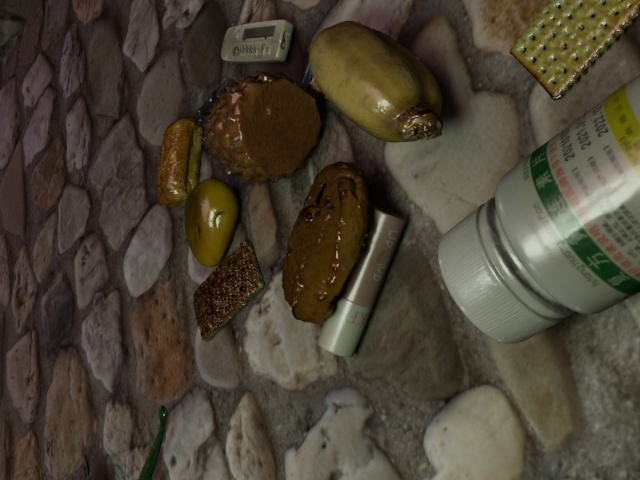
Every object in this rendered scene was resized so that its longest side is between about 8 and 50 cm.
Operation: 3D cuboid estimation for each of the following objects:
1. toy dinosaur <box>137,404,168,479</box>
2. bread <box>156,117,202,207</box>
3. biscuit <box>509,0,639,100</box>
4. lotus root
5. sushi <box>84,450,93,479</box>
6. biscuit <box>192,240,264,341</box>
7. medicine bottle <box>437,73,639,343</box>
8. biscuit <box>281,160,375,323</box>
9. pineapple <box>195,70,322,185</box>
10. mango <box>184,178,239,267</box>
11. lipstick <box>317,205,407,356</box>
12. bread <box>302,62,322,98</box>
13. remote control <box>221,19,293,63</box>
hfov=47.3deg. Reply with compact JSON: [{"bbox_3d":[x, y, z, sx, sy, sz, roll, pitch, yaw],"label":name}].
[{"bbox_3d":[-0.384,0.617,1.607,0.301,0.087,0.446,-31,61,39],"label":"toy dinosaur"},{"bbox_3d":[-0.344,-0.187,1.772,0.114,0.083,0.210,-11,70,51],"label":"bread"},{"bbox_3d":[0.370,-0.314,1.047,0.203,0.016,0.144,-52,47,27],"label":"biscuit"},{"bbox_3d":[0.099,-0.252,1.221,0.342,0.169,0.151,55,126,40],"label":"lotus root"},{"bbox_3d":[-0.554,0.697,1.703,0.294,0.059,0.292,37,125,57],"label":"sushi"},{"bbox_3d":[-0.207,0.111,1.581,0.231,0.025,0.131,-45,50,31],"label":"biscuit"},{"bbox_3d":[0.322,-0.025,0.882,0.340,0.208,0.208,-40,53,35],"label":"medicine bottle"},{"bbox_3d":[-0.001,-0.001,1.281,0.296,0.075,0.295,-162,90,-71],"label":"biscuit"},{"bbox_3d":[-0.161,-0.228,1.502,0.357,0.223,0.222,13,90,60],"label":"pineapple"},{"bbox_3d":[-0.242,-0.039,1.607,0.137,0.098,0.195,-3,83,44],"label":"mango"},{"bbox_3d":[0.069,0.070,1.245,0.070,0.070,0.254,30,103,48],"label":"lipstick"},{"bbox_3d":[-0.001,-0.335,1.447,0.072,0.053,0.105,-163,89,-72],"label":"bread"},{"bbox_3d":[-0.141,-0.438,1.630,0.230,0.049,0.090,15,91,50],"label":"remote control"}]
